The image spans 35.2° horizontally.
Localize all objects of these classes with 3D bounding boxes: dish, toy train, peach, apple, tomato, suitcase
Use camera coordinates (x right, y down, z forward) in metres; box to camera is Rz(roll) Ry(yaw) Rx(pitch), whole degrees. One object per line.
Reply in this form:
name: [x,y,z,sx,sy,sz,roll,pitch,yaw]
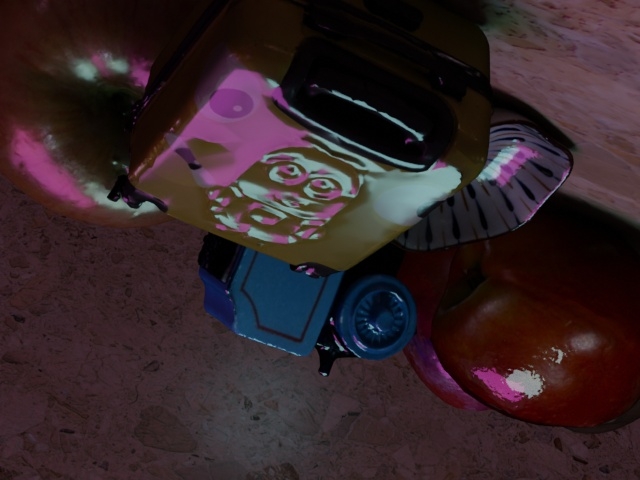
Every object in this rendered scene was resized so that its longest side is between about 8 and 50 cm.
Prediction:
dish: [0.120,-0.067,0.887,0.190,0.190,0.066,27,-140,-45]
toy train: [0.000,0.000,1.225,0.265,0.300,0.188,22,179,-23]
peach: [0.284,0.093,1.171,0.274,0.249,0.245,23,153,-16]
apple: [-0.166,-0.131,0.832,0.261,0.261,0.194,26,-161,-23]
tomato: [0.210,0.149,1.682,0.176,0.290,0.335,-9,-125,-21]
suitcase: [-0.013,-0.088,0.675,0.194,0.143,0.235,22,146,-24]

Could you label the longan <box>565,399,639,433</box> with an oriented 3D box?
longan: [0.449,0.196,1.647,0.258,0.258,0.258,25,178,1]
